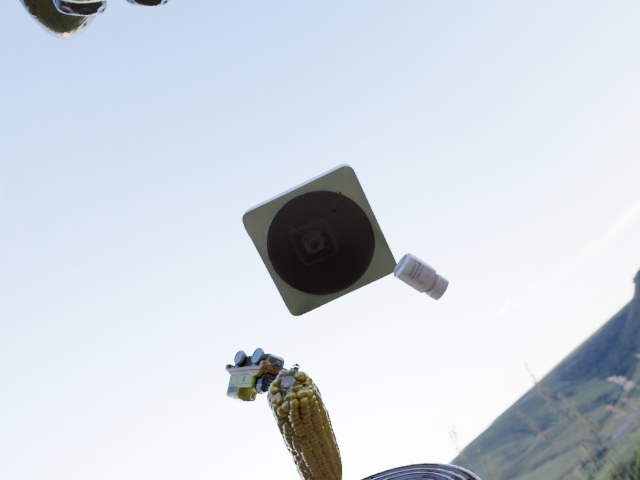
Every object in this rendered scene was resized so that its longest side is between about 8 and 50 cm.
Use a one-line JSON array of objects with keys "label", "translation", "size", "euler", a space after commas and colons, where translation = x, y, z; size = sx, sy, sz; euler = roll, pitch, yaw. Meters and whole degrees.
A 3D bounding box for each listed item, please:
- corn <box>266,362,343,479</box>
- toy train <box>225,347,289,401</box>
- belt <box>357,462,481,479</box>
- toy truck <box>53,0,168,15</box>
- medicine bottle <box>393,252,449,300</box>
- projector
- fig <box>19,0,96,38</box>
[{"label": "corn", "translation": [-0.015, 0.372, 0.946], "size": [0.102, 0.102, 0.313], "euler": [-28, -61, -18]}, {"label": "toy train", "translation": [-0.172, 0.356, 1.339], "size": [0.089, 0.127, 0.219], "euler": [31, -33, -34]}, {"label": "belt", "translation": [0.044, 0.348, 0.508], "size": [0.338, 0.122, 0.217], "euler": [-14, 3, -39]}, {"label": "toy truck", "translation": [-0.266, -0.389, 0.706], "size": [0.224, 0.165, 0.147], "euler": [-32, -40, -44]}, {"label": "medicine bottle", "translation": [0.176, 0.064, 0.893], "size": [0.052, 0.089, 0.052], "euler": [-57, 3, 5]}, {"label": "projector", "translation": [0.000, 0.000, 1.101], "size": [0.259, 0.079, 0.257], "euler": [-25, -76, 5]}, {"label": "fig", "translation": [-0.436, -0.432, 0.887], "size": [0.156, 0.123, 0.123], "euler": [-41, -32, -7]}]
